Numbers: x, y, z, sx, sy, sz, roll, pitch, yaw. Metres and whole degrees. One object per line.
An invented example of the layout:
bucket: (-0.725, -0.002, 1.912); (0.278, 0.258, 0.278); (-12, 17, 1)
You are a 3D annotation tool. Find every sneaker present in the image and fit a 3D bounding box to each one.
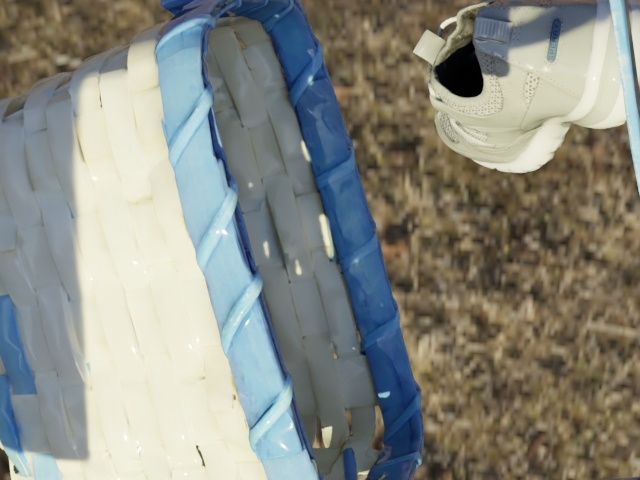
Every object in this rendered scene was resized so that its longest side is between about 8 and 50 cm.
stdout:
sneaker: (0.111, -0.114, 1.201); (0.115, 0.281, 0.105); (13, 80, -10)

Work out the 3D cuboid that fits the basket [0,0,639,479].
basket: (0.000, 0.000, 0.787); (0.289, 0.255, 0.201); (-9, 10, 20)
